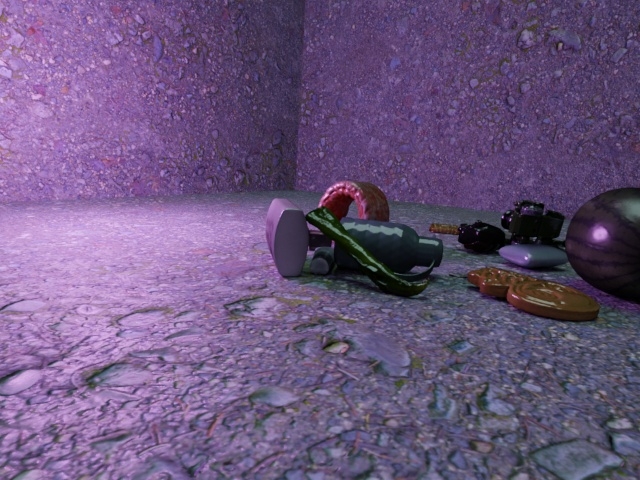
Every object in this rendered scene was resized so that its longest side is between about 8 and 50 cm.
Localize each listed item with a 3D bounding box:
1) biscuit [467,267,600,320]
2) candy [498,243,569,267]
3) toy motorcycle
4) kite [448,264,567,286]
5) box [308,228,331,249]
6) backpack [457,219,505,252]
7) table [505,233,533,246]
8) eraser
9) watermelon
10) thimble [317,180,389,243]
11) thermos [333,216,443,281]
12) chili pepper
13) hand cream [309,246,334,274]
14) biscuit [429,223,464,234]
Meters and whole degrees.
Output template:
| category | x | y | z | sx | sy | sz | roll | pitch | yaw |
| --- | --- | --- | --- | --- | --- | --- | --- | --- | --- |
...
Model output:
| category | x | y | z | sx | sy | sz | roll | pitch | yaw |
| --- | --- | --- | --- | --- | --- | --- | --- | --- | --- |
| biscuit | 0.489 | 0.115 | 1.007 | 0.202 | 0.044 | 0.289 | -5 | 19 | -33 |
| candy | 0.684 | 0.049 | 1.378 | 0.174 | 0.071 | 0.138 | -2 | 12 | -20 |
| toy motorcycle | 0.776 | -0.037 | 1.523 | 0.275 | 0.205 | 0.127 | 4 | 16 | -12 |
| kite | 0.514 | 0.108 | 1.175 | 0.315 | 0.011 | 0.335 | 5 | 10 | 6 |
| box | 0.000 | 0.000 | 1.437 | 0.085 | 0.063 | 0.060 | 5 | 13 | 4 |
| backpack | 0.596 | -0.007 | 1.571 | 0.165 | 0.105 | 0.120 | 17 | -16 | -17 |
| table | 0.773 | 0.007 | 1.716 | 0.134 | 0.043 | 0.133 | 3 | 11 | -1 |
| eraser | -0.098 | -0.018 | 1.196 | 0.095 | 0.174 | 0.270 | 3 | 10 | -11 |
| watermelon | 0.786 | 0.003 | 1.101 | 0.279 | 0.278 | 0.359 | 7 | 8 | 18 |
| thimble | 0.119 | -0.090 | 1.512 | 0.239 | 0.239 | 0.162 | 11 | 14 | 35 |
| thermos | 0.183 | 0.029 | 1.166 | 0.287 | 0.144 | 0.182 | 7 | 44 | 13 |
| chili pepper | 0.103 | 0.029 | 1.059 | 0.359 | 0.076 | 0.085 | 39 | 40 | 27 |
| hand cream | 0.010 | 0.048 | 1.235 | 0.080 | 0.048 | 0.255 | 10 | 9 | 5 |
| biscuit | 0.644 | -0.052 | 2.028 | 0.255 | 0.029 | 0.172 | 5 | 11 | 12 |
